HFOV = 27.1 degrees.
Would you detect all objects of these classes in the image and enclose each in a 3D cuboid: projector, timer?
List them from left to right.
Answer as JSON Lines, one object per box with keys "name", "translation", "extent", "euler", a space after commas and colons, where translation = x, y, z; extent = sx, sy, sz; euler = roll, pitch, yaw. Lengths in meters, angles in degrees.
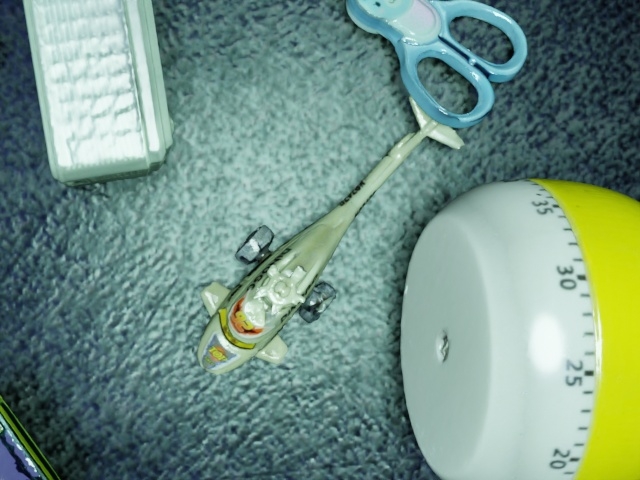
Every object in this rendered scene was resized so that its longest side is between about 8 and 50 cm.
{"name": "projector", "translation": [-0.177, -0.175, 1.040], "extent": [0.099, 0.192, 0.257], "euler": [-9, 92, -9]}
{"name": "timer", "translation": [0.221, 0.082, 1.044], "extent": [0.285, 0.285, 0.285], "euler": [0, 91, -4]}

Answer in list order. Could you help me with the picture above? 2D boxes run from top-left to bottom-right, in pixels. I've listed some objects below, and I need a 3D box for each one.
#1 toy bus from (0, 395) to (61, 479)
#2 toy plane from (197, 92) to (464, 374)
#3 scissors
{"name": "toy bus", "translation": [-0.337, 0.240, 1.053], "extent": [0.262, 0.150, 0.128], "euler": [-35, 92, -8]}
{"name": "toy plane", "translation": [0.000, 0.000, 1.104], "extent": [0.092, 0.108, 0.286], "euler": [44, 75, -2]}
{"name": "scissors", "translation": [0.052, -0.201, 1.123], "extent": [0.256, 0.030, 0.125], "euler": [36, 62, 2]}
